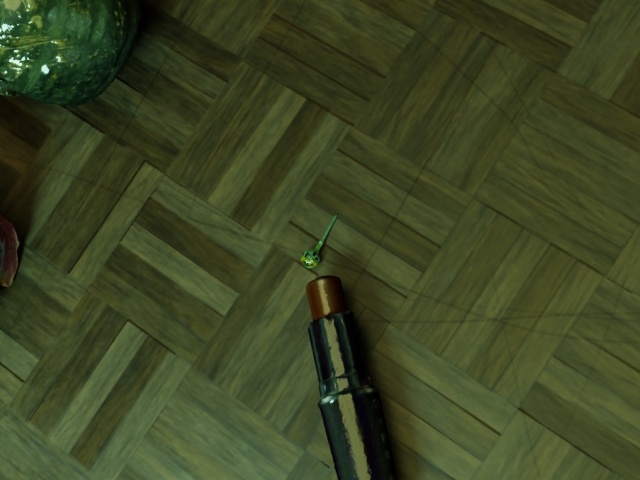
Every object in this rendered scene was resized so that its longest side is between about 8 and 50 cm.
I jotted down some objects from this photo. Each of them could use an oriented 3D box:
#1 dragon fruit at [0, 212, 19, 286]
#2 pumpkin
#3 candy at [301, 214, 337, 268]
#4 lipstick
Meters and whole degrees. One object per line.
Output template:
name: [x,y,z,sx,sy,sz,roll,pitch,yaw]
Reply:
dragon fruit: [-0.539,0.026,1.524,0.189,0.290,0.291,10,80,16]
pumpkin: [-0.420,-0.329,1.560,0.327,0.291,0.257,23,101,29]
candy: [0.000,0.000,1.508,0.025,0.023,0.083,6,66,58]
lipstick: [0.033,0.191,1.421,0.081,0.081,0.300,-17,75,11]
